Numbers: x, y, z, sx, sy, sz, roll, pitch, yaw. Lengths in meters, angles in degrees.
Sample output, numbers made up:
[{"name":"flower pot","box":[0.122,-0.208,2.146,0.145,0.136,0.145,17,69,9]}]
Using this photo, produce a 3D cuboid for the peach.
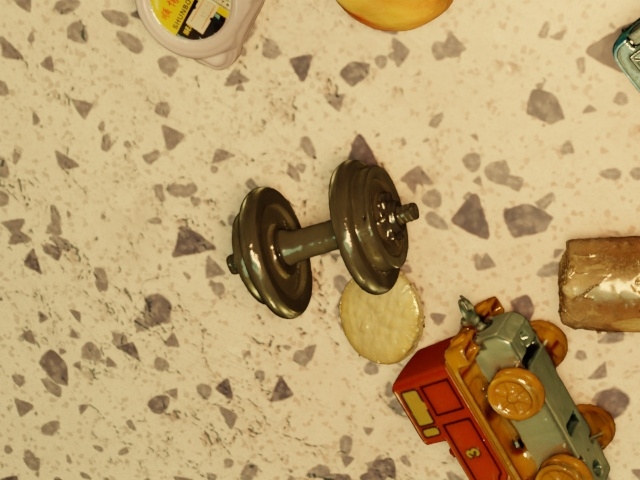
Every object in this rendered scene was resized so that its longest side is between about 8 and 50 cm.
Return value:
[{"name":"peach","box":[0.091,-0.344,1.379,0.184,0.184,0.184,6,112,15]}]

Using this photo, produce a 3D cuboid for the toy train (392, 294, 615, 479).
[{"name":"toy train","box":[0.256,0.245,1.565,0.231,0.163,0.369,-23,102,37]}]

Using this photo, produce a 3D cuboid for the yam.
[{"name":"yam","box":[0.426,0.055,1.457,0.238,0.129,0.128,0,145,18]}]

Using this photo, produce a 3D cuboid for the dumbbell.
[{"name":"dumbbell","box":[0.000,0.000,1.533,0.289,0.192,0.192,-16,105,22]}]

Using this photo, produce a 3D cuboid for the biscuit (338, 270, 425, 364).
[{"name":"biscuit","box":[0.087,0.109,1.609,0.152,0.020,0.152,4,96,40]}]

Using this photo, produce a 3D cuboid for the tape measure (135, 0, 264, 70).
[{"name":"tape measure","box":[-0.157,-0.343,1.504,0.178,0.105,0.196,34,118,-5]}]

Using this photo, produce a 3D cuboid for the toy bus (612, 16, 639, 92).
[{"name":"toy bus","box":[0.472,-0.267,1.309,0.246,0.134,0.113,-39,97,25]}]
